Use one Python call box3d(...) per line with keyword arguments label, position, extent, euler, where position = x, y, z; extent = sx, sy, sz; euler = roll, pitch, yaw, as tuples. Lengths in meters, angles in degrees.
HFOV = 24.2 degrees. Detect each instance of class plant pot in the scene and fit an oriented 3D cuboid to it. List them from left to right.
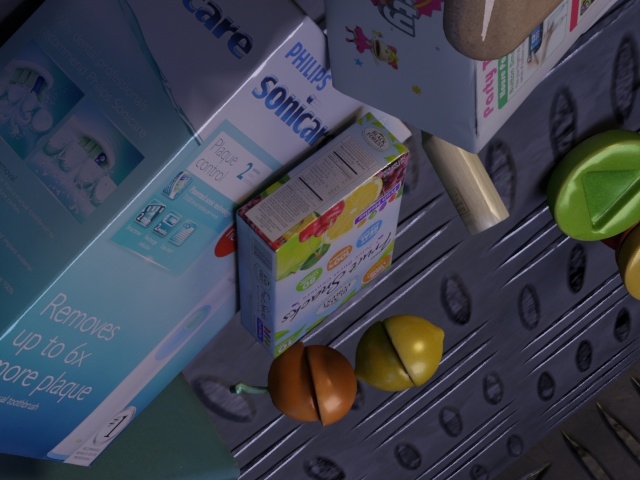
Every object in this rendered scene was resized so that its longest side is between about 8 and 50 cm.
box3d(label="plant pot", position=(-0.218, 0.163, 1.044), extent=(0.234, 0.165, 0.165), euler=(-4, 140, -47))

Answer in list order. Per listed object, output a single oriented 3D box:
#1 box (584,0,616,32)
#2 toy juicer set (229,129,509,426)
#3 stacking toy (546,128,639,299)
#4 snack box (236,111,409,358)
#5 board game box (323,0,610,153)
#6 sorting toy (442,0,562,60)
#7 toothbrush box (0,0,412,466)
box3d(label="box", position=(0.185, -0.236, 0.985), extent=(0.170, 0.091, 0.130), euler=(-46, 158, 18))
box3d(label="toy juicer set", position=(0.008, 0.008, 1.027), extent=(0.089, 0.209, 0.329), euler=(-28, 159, -49))
box3d(label="stacking toy", position=(0.371, -0.108, 1.625), extent=(0.279, 0.130, 0.309), euler=(24, 115, -38))
box3d(label="snack box", position=(0.000, 0.000, 0.872), extent=(0.100, 0.037, 0.141), euler=(-37, 159, -20))
box3d(label="board game box", position=(0.124, -0.225, 0.736), extent=(0.303, 0.097, 0.224), euler=(-48, 152, -28))
box3d(label="sorting toy", position=(0.140, -0.240, 0.591), extent=(0.229, 0.041, 0.307), euler=(-41, 148, -36))
box3d(label="toothbrush box", position=(-0.113, -0.023, 0.849), extent=(0.295, 0.126, 0.216), euler=(-46, 159, 2))
